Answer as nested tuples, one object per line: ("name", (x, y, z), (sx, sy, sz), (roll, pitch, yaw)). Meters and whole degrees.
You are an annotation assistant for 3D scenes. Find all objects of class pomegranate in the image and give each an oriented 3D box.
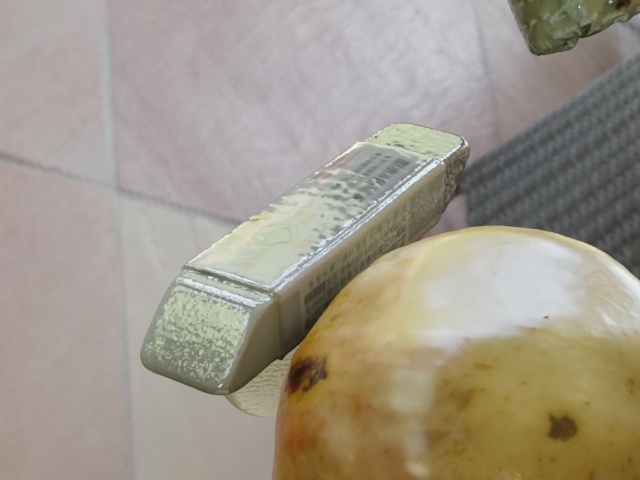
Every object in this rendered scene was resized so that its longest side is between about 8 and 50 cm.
("pomegranate", (0.133, 0.152, 0.945), (0.342, 0.342, 0.343), (24, 48, -29))

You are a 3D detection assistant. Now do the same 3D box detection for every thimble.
("thimble", (0.143, -0.142, 0.757), (0.062, 0.084, 0.110), (66, 16, -5))

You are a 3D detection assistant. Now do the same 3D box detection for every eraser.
("eraser", (0.000, 0.000, 1.049), (0.352, 0.089, 0.061), (-37, 133, -46))

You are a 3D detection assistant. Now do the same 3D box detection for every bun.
("bun", (-0.071, 0.156, 1.947), (0.172, 0.173, 0.120), (20, 23, -32))
